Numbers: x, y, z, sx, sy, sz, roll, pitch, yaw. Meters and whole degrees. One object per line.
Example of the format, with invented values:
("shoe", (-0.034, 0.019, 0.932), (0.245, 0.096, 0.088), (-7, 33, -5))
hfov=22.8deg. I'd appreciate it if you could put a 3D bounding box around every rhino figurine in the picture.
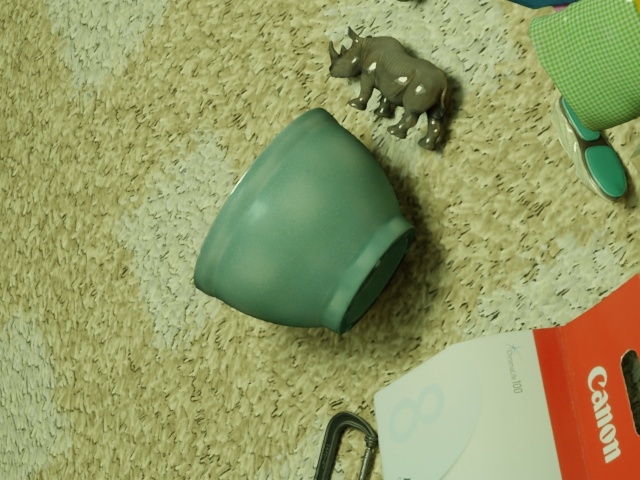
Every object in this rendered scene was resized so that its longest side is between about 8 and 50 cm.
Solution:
("rhino figurine", (0.089, -0.222, 2.164), (0.243, 0.073, 0.106), (39, 111, 40))

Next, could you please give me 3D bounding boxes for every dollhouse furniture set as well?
("dollhouse furniture set", (0.359, -0.127, 1.736), (0.197, 0.151, 0.301), (-26, 109, 41))

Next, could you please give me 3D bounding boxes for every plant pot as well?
("plant pot", (0.000, 0.000, 2.087), (0.196, 0.293, 0.293), (35, 106, 12))

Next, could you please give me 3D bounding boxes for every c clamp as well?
("c clamp", (0.044, 0.314, 2.133), (0.137, 0.022, 0.161), (8, 88, 47))

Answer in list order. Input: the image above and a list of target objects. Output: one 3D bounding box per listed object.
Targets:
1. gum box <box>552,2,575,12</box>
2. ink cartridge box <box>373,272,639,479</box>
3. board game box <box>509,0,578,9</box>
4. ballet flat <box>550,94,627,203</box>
("gum box", (0.359, -0.278, 1.942), (0.107, 0.062, 0.188), (-42, 57, 28))
("ink cartridge box", (0.234, 0.234, 1.870), (0.385, 0.091, 0.308), (-38, 39, 32))
("board game box", (0.340, -0.444, 1.851), (0.302, 0.086, 0.308), (0, 81, 55))
("ballet flat", (0.329, -0.106, 1.952), (0.052, 0.057, 0.168), (119, 141, -51))
